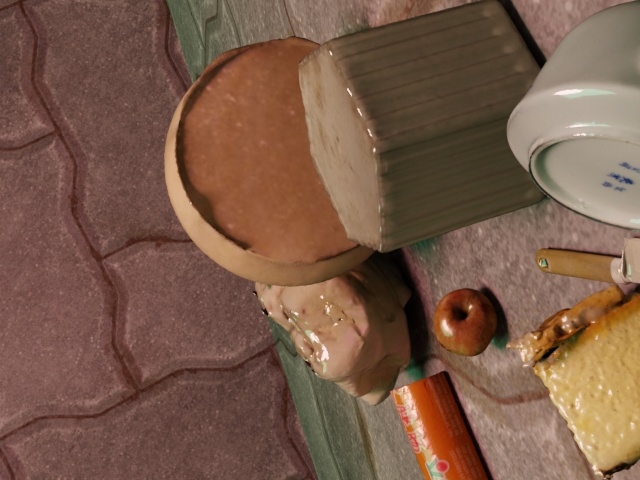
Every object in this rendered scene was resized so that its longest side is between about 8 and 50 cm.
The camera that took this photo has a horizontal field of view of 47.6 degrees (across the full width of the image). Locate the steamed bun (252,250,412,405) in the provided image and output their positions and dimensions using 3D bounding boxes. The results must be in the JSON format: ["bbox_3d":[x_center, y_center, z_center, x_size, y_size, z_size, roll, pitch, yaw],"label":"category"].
[{"bbox_3d":[0.050,0.105,1.212,0.268,0.207,0.280,50,-175,38],"label":"steamed bun"}]

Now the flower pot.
[{"bbox_3d":[0.101,-0.114,0.746,0.239,0.189,0.209,-162,56,-73],"label":"flower pot"}]

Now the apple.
[{"bbox_3d":[0.182,0.104,0.916,0.071,0.084,0.084,63,-178,-64],"label":"apple"}]

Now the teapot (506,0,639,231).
[{"bbox_3d":[0.216,-0.094,0.477,0.232,0.159,0.159,84,165,-72],"label":"teapot"}]

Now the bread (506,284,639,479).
[{"bbox_3d":[0.268,0.126,0.662,0.152,0.127,0.147,28,-148,-60],"label":"bread"}]

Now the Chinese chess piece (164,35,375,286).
[{"bbox_3d":[-0.043,-0.106,0.996,0.140,0.338,0.338,129,122,-75],"label":"Chinese chess piece"}]

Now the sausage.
[{"bbox_3d":[0.205,0.361,1.107,0.093,0.093,0.312,112,139,-68],"label":"sausage"}]

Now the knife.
[{"bbox_3d":[0.268,0.018,0.618,0.298,0.017,0.047,-168,68,-74],"label":"knife"}]
